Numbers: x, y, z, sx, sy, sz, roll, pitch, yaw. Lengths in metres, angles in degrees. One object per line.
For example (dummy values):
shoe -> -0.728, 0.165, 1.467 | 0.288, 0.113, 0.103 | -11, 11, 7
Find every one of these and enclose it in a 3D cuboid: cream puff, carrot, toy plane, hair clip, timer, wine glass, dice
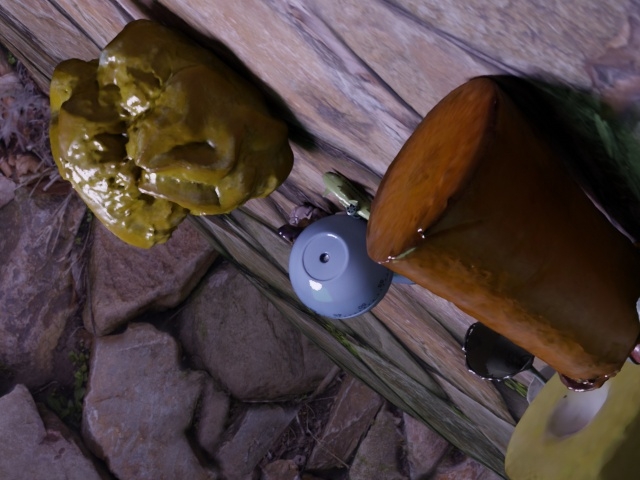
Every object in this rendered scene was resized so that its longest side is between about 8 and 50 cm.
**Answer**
cream puff -> -0.203, -0.125, 2.022 | 0.323, 0.269, 0.274 | 42, 167, -32
carrot -> 0.187, 0.001, 1.336 | 0.254, 0.196, 0.196 | 35, 174, -20
toy plane -> 0.044, -0.057, 2.088 | 0.111, 0.040, 0.102 | 34, -178, 17
hair clip -> 0.004, -0.006, 2.434 | 0.173, 0.069, 0.300 | 38, -178, 14
timer -> 0.048, 0.029, 2.292 | 0.175, 0.175, 0.255 | 37, -159, 9
wine glass -> 0.290, 0.173, 2.061 | 0.122, 0.122, 0.183 | 31, 175, 45
dice -> 0.373, 0.260, 1.716 | 0.233, 0.227, 0.238 | 41, 173, -17

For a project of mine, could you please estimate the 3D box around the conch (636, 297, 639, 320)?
conch -> 0.357, 0.086, 1.302 | 0.221, 0.121, 0.185 | 40, -157, -43

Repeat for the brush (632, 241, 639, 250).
brush -> 0.375, 0.082, 1.482 | 0.272, 0.013, 0.103 | 45, 169, -36

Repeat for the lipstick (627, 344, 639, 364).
lipstick -> 0.361, 0.109, 1.454 | 0.186, 0.063, 0.057 | 23, 161, 46
